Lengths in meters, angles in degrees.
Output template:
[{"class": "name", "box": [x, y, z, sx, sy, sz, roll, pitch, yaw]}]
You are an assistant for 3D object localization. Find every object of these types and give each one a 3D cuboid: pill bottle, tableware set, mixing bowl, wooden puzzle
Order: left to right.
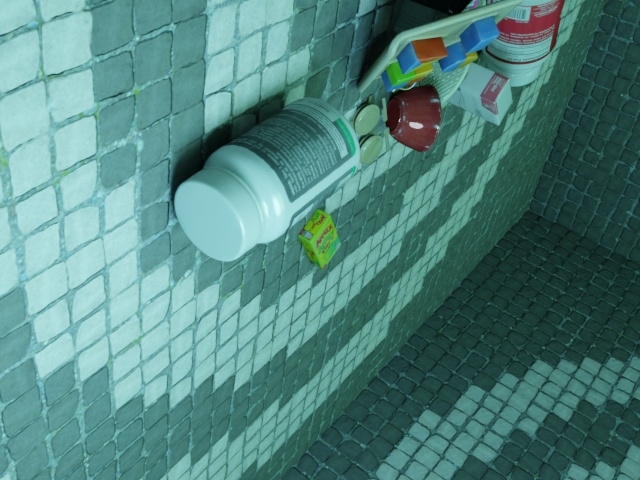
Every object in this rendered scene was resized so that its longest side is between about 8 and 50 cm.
[{"class": "pill bottle", "box": [-0.099, -0.122, 1.569, 0.361, 0.204, 0.204, -40, 150, -41]}, {"class": "tableware set", "box": [0.117, -0.278, 2.067, 0.128, 0.039, 0.194, -38, 145, -20]}, {"class": "mixing bowl", "box": [0.233, -0.326, 2.124, 0.098, 0.181, 0.181, 1, 124, -22]}, {"class": "wooden puzzle", "box": [0.273, -0.431, 1.813, 0.348, 0.080, 0.322, -25, 179, -12]}, {"class": "pill bottle", "box": [0.589, -0.654, 2.364, 0.229, 0.229, 0.407, -51, 157, -22]}]

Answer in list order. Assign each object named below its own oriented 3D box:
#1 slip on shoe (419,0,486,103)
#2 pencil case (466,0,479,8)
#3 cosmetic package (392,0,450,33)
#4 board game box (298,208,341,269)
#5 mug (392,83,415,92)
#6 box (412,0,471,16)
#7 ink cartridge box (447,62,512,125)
[{"class": "slip on shoe", "box": [0.365, -0.519, 2.194, 0.101, 0.123, 0.331, 33, 77, -76]}, {"class": "pencil case", "box": [0.390, -0.709, 2.046, 0.104, 0.104, 0.236, -33, 146, -49]}, {"class": "cosmetic package", "box": [0.277, -0.599, 1.932, 0.127, 0.107, 0.237, -21, 139, -54]}, {"class": "board game box", "box": [0.000, 0.000, 2.144, 0.092, 0.043, 0.181, -54, 157, -15]}, {"class": "mug", "box": [0.221, -0.425, 2.102, 0.064, 0.078, 0.062, -29, 110, -66]}, {"class": "box", "box": [0.248, -0.636, 1.715, 0.103, 0.184, 0.261, -46, 155, -30]}, {"class": "ink cartridge box", "box": [0.430, -0.438, 2.300, 0.092, 0.218, 0.158, -59, 158, -6]}]
